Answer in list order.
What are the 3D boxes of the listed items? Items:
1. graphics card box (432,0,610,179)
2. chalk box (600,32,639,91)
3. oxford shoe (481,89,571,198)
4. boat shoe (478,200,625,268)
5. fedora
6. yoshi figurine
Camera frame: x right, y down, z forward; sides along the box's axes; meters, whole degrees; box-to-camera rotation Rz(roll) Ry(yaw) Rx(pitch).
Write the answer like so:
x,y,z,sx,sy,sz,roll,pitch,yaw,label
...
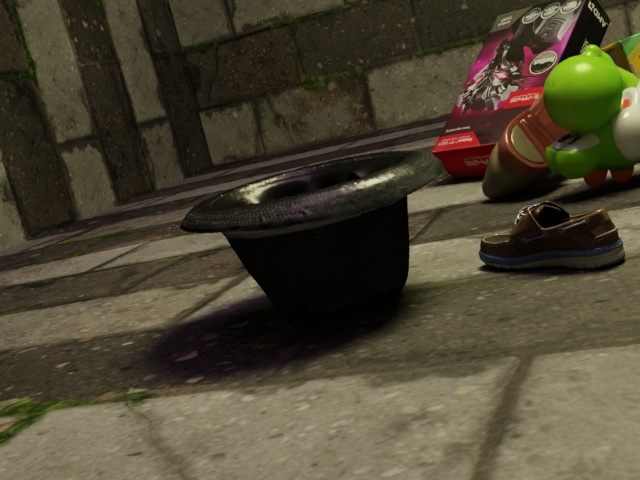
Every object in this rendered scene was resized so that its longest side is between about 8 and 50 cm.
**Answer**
x,y,z,sx,sy,sz,roll,pitch,yaw,label
0.386,-0.295,1.755,0.232,0.094,0.371,-2,53,52,graphics card box
0.582,-0.294,1.480,0.213,0.132,0.132,-23,2,-1,chalk box
0.380,-0.176,1.534,0.348,0.123,0.130,-29,-17,-39,oxford shoe
0.248,-0.008,1.006,0.066,0.066,0.183,-22,13,-40,boat shoe
0.000,0.000,1.063,0.333,0.153,0.334,-14,10,2,fedora
0.468,-0.234,1.309,0.362,0.203,0.203,-32,-18,-6,yoshi figurine
